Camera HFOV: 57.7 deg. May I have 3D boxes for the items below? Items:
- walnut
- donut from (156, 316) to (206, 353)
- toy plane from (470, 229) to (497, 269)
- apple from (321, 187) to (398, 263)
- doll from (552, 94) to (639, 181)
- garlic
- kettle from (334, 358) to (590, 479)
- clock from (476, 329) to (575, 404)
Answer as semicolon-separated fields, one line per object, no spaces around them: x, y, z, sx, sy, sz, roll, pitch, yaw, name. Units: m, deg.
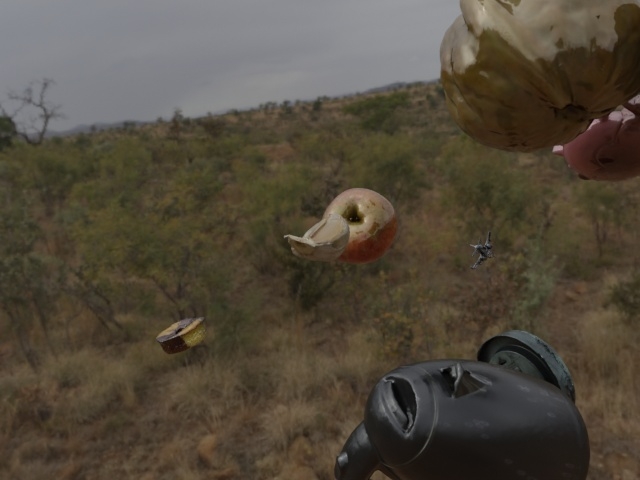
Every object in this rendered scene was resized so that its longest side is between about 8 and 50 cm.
0.315;-0.277;0.859;0.285;0.285;0.296;-23;-18;-48;walnut
-0.364;0.251;1.541;0.140;0.059;0.140;-21;10;4;donut
0.307;0.021;1.085;0.031;0.078;0.083;27;3;43;toy plane
0.103;-0.037;1.535;0.209;0.209;0.164;-7;-21;8;apple
0.529;-0.173;1.043;0.211;0.093;0.262;16;-22;14;doll
0.003;0.001;1.019;0.113;0.074;0.094;-5;26;38;garlic
0.165;0.277;0.774;0.290;0.268;0.207;22;25;-32;kettle
0.433;0.301;1.237;0.049;0.226;0.226;-17;15;-29;clock
